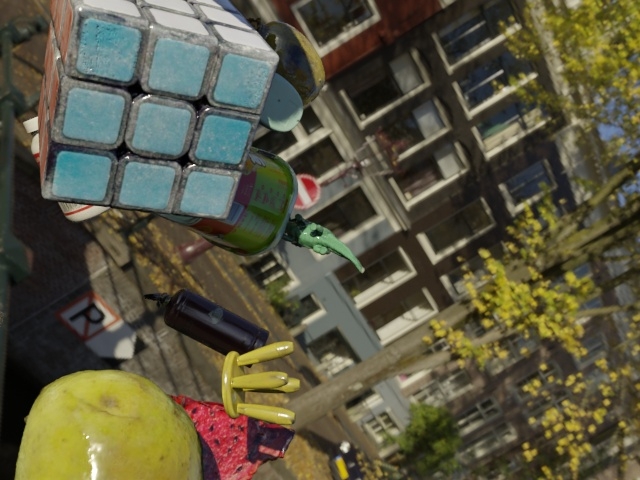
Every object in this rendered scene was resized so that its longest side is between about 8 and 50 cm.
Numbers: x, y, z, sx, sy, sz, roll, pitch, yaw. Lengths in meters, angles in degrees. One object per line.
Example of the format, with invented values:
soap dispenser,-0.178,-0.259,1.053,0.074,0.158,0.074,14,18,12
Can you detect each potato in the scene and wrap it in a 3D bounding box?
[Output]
potato,-0.338,0.350,1.047,0.213,0.330,0.280,168,-87,-70

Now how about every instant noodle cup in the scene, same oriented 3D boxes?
instant noodle cup,-0.239,-0.119,1.558,0.294,0.294,0.308,60,14,19

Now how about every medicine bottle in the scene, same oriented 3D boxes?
medicine bottle,-0.571,-0.173,1.542,0.131,0.131,0.250,-109,178,-73

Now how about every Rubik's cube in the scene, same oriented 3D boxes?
Rubik's cube,-0.280,-0.243,1.090,0.301,0.305,0.304,5,33,-27

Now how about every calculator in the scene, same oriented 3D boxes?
calculator,-0.090,-0.258,1.245,0.021,0.095,0.153,33,1,43

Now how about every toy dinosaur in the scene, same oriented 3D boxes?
toy dinosaur,-0.013,-0.005,1.646,0.120,0.079,0.292,22,3,-41

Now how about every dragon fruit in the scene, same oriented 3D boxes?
dragon fruit,-0.212,0.424,1.425,0.240,0.330,0.302,107,-18,-46

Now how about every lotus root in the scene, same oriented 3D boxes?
lotus root,-0.095,-0.412,1.510,0.278,0.154,0.154,38,17,-41

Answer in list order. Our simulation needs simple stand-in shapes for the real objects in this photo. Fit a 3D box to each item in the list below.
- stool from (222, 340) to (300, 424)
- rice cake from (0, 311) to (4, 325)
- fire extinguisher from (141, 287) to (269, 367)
stool,-0.096,0.235,1.105,0.134,0.110,0.135,68,20,-72
rice cake,-0.687,0.142,1.344,0.206,0.036,0.047,103,-8,-74
fire extinguisher,-0.309,0.219,1.796,0.337,0.114,0.135,28,4,-4
